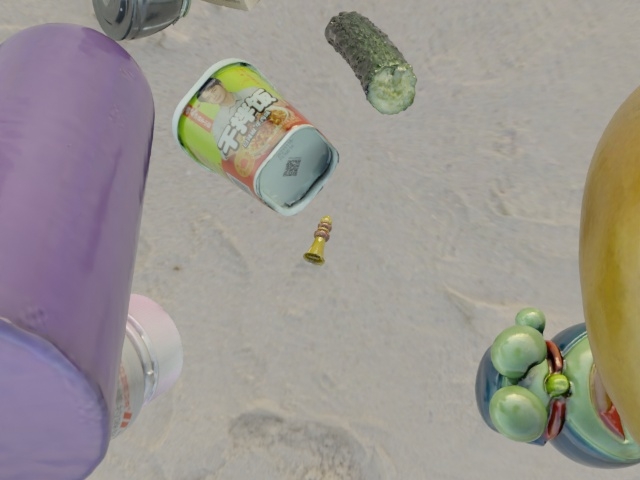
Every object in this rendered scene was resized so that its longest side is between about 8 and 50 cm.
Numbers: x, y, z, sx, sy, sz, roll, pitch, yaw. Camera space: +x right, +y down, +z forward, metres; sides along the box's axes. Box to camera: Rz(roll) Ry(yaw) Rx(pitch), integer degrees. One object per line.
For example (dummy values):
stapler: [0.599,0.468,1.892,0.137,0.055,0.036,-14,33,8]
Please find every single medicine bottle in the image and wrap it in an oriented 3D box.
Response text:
medicine bottle: [-0.425,0.241,1.499,0.256,0.325,0.256,8,106,28]

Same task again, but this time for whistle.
whistle: [0.004,0.002,1.696,0.046,0.109,0.057,-2,138,29]

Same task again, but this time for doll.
doll: [0.348,0.200,1.128,0.321,0.186,0.199,13,73,-14]

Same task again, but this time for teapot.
teapot: [-0.174,-0.267,0.854,0.092,0.090,0.124,51,135,25]

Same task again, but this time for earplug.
earplug: [-0.246,-0.027,0.700,0.215,0.456,0.215,-1,131,-1]

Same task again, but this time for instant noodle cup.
instant noodle cup: [-0.139,-0.224,1.916,0.308,0.294,0.294,40,98,37]

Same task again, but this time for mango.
mango: [0.256,-0.003,0.521,0.173,0.317,0.211,-9,118,43]

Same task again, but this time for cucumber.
cucumber: [0.052,-0.194,0.878,0.058,0.187,0.058,-7,124,-11]

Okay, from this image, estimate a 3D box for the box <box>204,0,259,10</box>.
box: [-0.220,-0.566,1.660,0.212,0.168,0.095,20,60,29]
